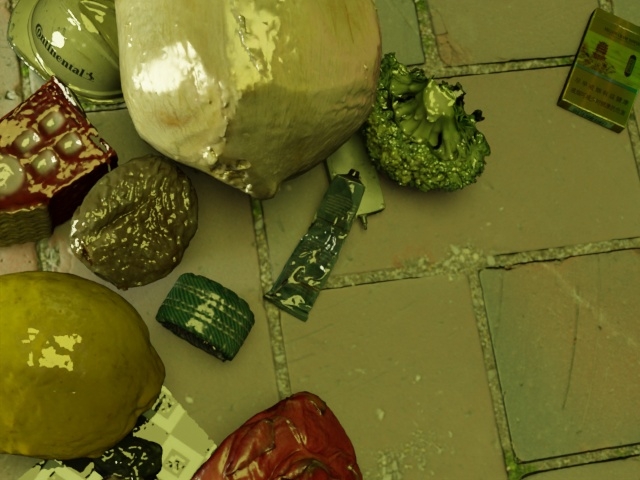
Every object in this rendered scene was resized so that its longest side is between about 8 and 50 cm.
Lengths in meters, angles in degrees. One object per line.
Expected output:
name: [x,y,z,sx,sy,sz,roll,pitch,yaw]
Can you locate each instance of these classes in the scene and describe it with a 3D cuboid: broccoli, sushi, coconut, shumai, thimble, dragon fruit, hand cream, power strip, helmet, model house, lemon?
broccoli: [0.160,-0.189,1.786,0.198,0.176,0.226,-8,99,-25]
sushi: [-0.271,0.402,1.616,0.339,0.069,0.320,-39,84,-16]
coconut: [-0.100,-0.245,1.644,0.405,0.404,0.404,2,75,-9]
shumai: [-0.287,-0.024,1.662,0.206,0.176,0.166,-45,108,-25]
thimble: [-0.170,0.114,1.681,0.135,0.118,0.090,30,74,0]
dragon fruit: [-0.041,0.342,1.572,0.205,0.152,0.317,37,58,21]
hand cream: [0.000,0.000,1.755,0.075,0.052,0.247,27,86,16]
power strip: [0.047,-0.123,1.824,0.080,0.029,0.226,-10,77,-13]
helmet: [-0.367,-0.338,1.756,0.258,0.137,0.204,29,73,-1]
model house: [-0.436,-0.088,1.652,0.254,0.196,0.160,-41,87,-16]
lemon: [-0.387,0.168,1.555,0.316,0.285,0.285,35,72,-22]

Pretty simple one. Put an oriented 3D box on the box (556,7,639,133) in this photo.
box: [0.496,-0.295,1.939,0.121,0.030,0.193,24,73,-2]
